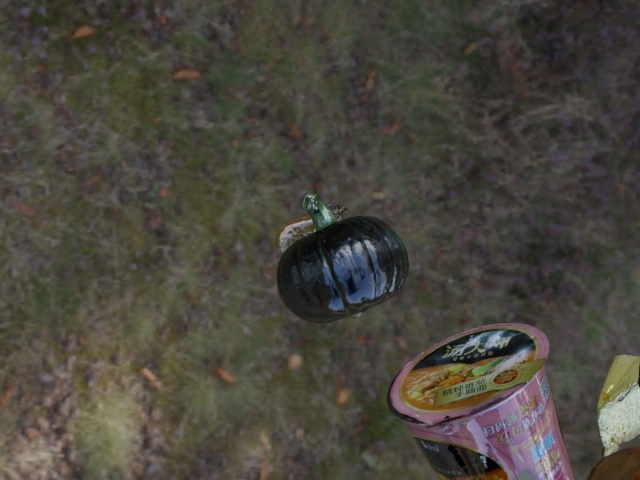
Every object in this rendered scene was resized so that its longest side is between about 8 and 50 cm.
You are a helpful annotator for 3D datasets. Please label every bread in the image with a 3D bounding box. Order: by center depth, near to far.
[{"bbox_3d":[0.359,0.186,1.275,0.109,0.080,0.084,-58,138,-39],"label":"bread"}]

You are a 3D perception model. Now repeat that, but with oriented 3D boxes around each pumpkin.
[{"bbox_3d":[0.029,0.025,2.068,0.248,0.248,0.247,7,82,-52],"label":"pumpkin"}]

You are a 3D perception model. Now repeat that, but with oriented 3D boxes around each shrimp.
[{"bbox_3d":[0.001,-0.001,2.213,0.178,0.034,0.124,-24,80,-28],"label":"shrimp"}]

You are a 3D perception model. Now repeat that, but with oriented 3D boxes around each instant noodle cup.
[{"bbox_3d":[0.244,0.280,1.568,0.244,0.244,0.255,-44,116,-45],"label":"instant noodle cup"}]

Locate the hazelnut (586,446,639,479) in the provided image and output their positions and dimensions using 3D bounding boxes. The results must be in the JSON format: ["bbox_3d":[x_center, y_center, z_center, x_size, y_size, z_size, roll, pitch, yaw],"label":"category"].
[{"bbox_3d":[0.229,0.200,0.707,0.150,0.150,0.150,7,82,-52],"label":"hazelnut"}]

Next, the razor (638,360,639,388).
[{"bbox_3d":[0.432,0.093,0.897,0.189,0.327,0.107,-62,152,-31],"label":"razor"}]
